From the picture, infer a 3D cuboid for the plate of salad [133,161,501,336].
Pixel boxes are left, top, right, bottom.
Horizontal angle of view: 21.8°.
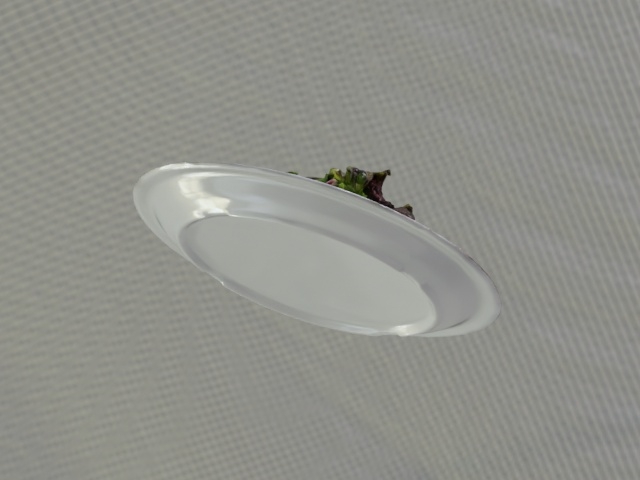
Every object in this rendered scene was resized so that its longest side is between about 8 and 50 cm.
[{"bbox_3d":[0.000,0.000,0.862,0.199,0.200,0.048,19,-110,2],"label":"plate of salad"}]
